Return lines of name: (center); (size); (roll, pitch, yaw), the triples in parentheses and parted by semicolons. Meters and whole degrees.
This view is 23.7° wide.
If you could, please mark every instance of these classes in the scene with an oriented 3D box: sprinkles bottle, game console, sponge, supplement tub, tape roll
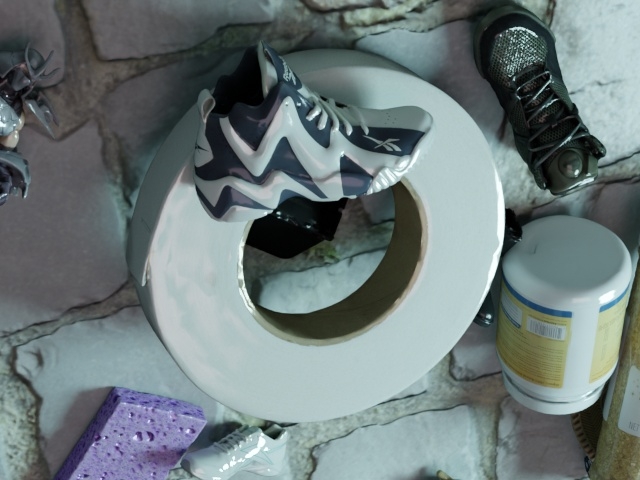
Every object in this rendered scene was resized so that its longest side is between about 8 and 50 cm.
sprinkles bottle: (0.407, 0.134, 1.793); (0.121, 0.121, 0.355); (0, 110, -23)
game console: (-0.044, -0.041, 1.595); (0.122, 0.071, 0.107); (23, 87, -36)
sponge: (-0.232, 0.261, 1.759); (0.117, 0.031, 0.210); (17, 120, -33)
supplement tub: (0.274, 0.087, 1.748); (0.144, 0.144, 0.200); (-12, 132, -13)
tape roll: (0.000, 0.000, 1.540); (0.392, 0.072, 0.392); (-9, 116, -20)

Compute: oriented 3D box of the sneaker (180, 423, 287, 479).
sneaker: (-0.100, 0.244, 1.783); (0.152, 0.053, 0.061); (-2, 117, -45)

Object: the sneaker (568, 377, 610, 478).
sneaker: (0.376, 0.247, 1.975); (0.099, 0.153, 0.282); (-24, 103, 1)

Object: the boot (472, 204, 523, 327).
boot: (0.184, 0.022, 1.675); (0.045, 0.121, 0.099); (20, 125, -37)

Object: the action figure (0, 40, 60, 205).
action figure: (-0.351, -0.084, 1.372); (0.285, 0.099, 0.185); (-36, 128, 4)

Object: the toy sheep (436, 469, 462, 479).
toy sheep: (0.159, 0.350, 1.968); (0.091, 0.091, 0.132); (23, 131, -36)

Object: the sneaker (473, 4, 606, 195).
sneaker: (0.229, -0.133, 1.553); (0.087, 0.130, 0.227); (-28, 132, -1)

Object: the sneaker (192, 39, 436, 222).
sneaker: (-0.008, -0.119, 1.384); (0.235, 0.094, 0.153); (-13, 126, -8)
